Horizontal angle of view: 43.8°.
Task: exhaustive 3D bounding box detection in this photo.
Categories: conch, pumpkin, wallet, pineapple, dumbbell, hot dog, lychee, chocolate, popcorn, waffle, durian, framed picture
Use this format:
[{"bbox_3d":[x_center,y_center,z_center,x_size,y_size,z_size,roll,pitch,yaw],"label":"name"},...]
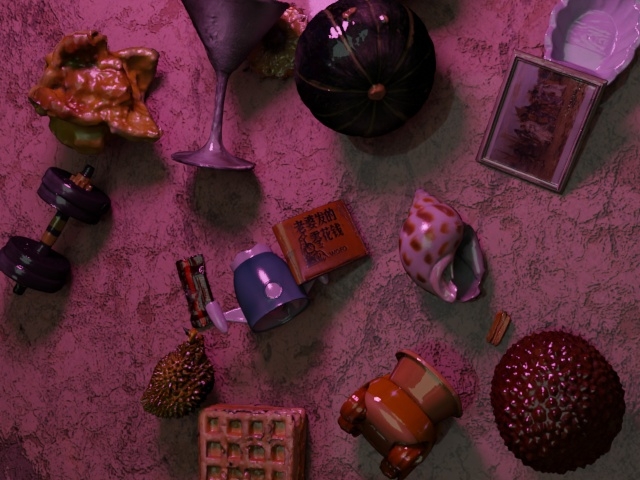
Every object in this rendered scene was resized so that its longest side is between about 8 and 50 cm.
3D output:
[{"bbox_3d":[0.258,0.008,1.777,0.148,0.182,0.275,-9,76,48],"label":"conch"},{"bbox_3d":[0.098,-0.384,1.766,0.323,0.323,0.241,-41,43,11],"label":"pumpkin"},{"bbox_3d":[0.000,-0.002,1.862,0.195,0.042,0.161,-22,77,-22],"label":"wallet"},{"bbox_3d":[-0.112,-0.492,1.980,0.221,0.047,0.221,-1,87,17],"label":"pineapple"},{"bbox_3d":[-0.688,-0.026,2.055,0.185,0.185,0.388,34,97,17],"label":"dumbbell"},{"bbox_3d":[0.400,0.196,1.786,0.037,0.021,0.083,29,96,27],"label":"hot dog"},{"bbox_3d":[0.482,0.323,1.621,0.275,0.276,0.304,24,65,17],"label":"lychee"},{"bbox_3d":[-0.311,0.128,2.008,0.086,0.028,0.183,-16,80,13],"label":"chocolate"},{"bbox_3d":[-0.549,-0.372,2.012,0.321,0.290,0.326,48,69,-22],"label":"popcorn"},{"bbox_3d":[-0.158,0.580,1.888,0.260,0.114,0.376,-2,86,15],"label":"waffle"},{"bbox_3d":[-0.320,0.328,1.915,0.137,0.193,0.237,33,116,11],"label":"durian"},{"bbox_3d":[0.473,-0.255,1.736,0.217,0.017,0.274,23,120,19],"label":"framed picture"}]

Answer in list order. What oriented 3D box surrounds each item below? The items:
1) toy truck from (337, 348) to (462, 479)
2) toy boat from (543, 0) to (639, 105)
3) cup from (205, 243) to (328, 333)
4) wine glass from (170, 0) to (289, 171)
[{"bbox_3d":[0.172,0.378,1.726,0.211,0.288,0.204,-42,71,-15],"label":"toy truck"},{"bbox_3d":[0.585,-0.423,1.730,0.199,0.100,0.290,25,93,18],"label":"toy boat"},{"bbox_3d":[-0.131,0.107,1.888,0.299,0.167,0.173,-26,71,-13],"label":"cup"},{"bbox_3d":[-0.231,-0.378,1.881,0.267,0.267,0.406,12,102,18],"label":"wine glass"}]
